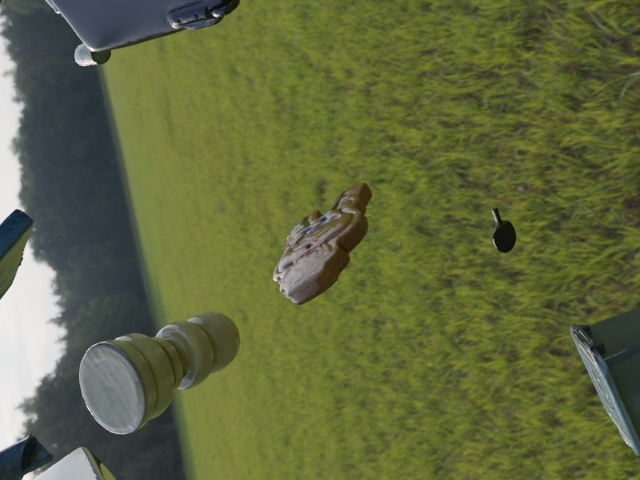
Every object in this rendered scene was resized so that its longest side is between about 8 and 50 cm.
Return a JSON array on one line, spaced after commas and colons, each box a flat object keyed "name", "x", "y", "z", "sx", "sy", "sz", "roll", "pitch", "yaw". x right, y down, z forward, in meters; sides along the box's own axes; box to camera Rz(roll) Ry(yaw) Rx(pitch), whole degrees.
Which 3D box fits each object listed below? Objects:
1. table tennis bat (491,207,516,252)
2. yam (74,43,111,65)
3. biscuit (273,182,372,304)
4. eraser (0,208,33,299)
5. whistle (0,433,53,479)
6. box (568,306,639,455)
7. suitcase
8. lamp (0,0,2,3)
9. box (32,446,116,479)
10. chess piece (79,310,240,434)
[{"name": "table tennis bat", "x": 0.308, "y": -0.018, "z": 1.182, "sx": 0.007, "sy": 0.050, "sz": 0.083, "roll": 13, "pitch": 133, "yaw": 60}, {"name": "yam", "x": -0.414, "y": -0.338, "z": 1.266, "sx": 0.094, "sy": 0.043, "sz": 0.043, "roll": 14, "pitch": 117, "yaw": 48}, {"name": "biscuit", "x": 0.000, "y": 0.000, "z": 1.264, "sx": 0.047, "sy": 0.202, "sz": 0.333, "roll": 49, "pitch": -155, "yaw": -18}, {"name": "eraser", "x": -0.597, "y": 0.068, "z": 1.259, "sx": 0.312, "sy": 0.043, "sz": 0.144, "roll": -42, "pitch": 17, "yaw": 50}, {"name": "whistle", "x": -0.534, "y": 0.370, "z": 0.991, "sx": 0.062, "sy": 0.304, "sz": 0.062, "roll": 16, "pitch": 116, "yaw": 37}, {"name": "box", "x": 0.568, "y": 0.243, "z": 1.256, "sx": 0.243, "sy": 0.135, "sz": 0.163, "roll": 60, "pitch": -171, "yaw": -16}, {"name": "suitcase", "x": -0.312, "y": -0.478, "z": 1.064, "sx": 0.345, "sy": 0.340, "sz": 0.188, "roll": 59, "pitch": -149, "yaw": -43}, {"name": "lamp", "x": -0.378, "y": -0.244, "z": 0.673, "sx": 0.108, "sy": 0.180, "sz": 0.245, "roll": 21, "pitch": -104, "yaw": -63}, {"name": "box", "x": -0.239, "y": 0.284, "z": 0.438, "sx": 0.106, "sy": 0.299, "sz": 0.200, "roll": 61, "pitch": 158, "yaw": -12}, {"name": "chess piece", "x": -0.266, "y": 0.220, "z": 1.268, "sx": 0.167, "sy": 0.300, "sz": 0.166, "roll": 8, "pitch": 105, "yaw": 33}]
